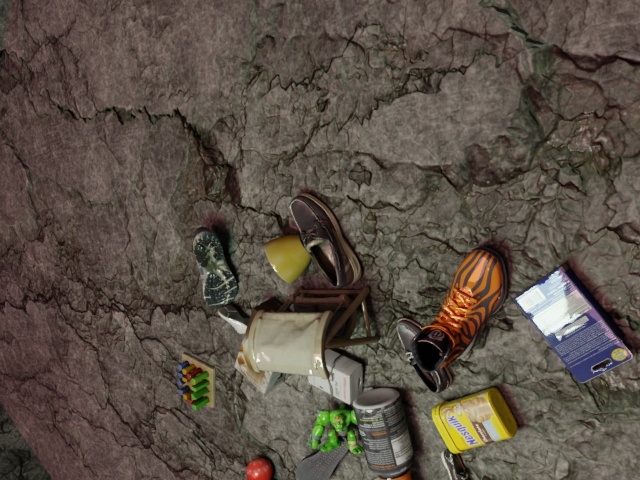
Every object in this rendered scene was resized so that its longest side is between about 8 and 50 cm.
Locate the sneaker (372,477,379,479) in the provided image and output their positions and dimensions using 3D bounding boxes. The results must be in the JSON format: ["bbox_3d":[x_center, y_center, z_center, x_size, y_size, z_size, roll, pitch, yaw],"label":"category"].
[{"bbox_3d":[0.163,0.770,1.716,0.148,0.131,0.350,54,135,3],"label":"sneaker"}]

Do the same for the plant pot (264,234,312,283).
[{"bbox_3d":[-0.076,0.037,1.670,0.095,0.134,0.134,-33,82,15],"label":"plant pot"}]

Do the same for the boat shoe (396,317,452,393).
[{"bbox_3d":[0.250,0.288,1.517,0.075,0.065,0.206,-42,77,39],"label":"boat shoe"}]

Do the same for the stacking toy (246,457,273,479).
[{"bbox_3d":[-0.172,0.889,2.024,0.141,0.141,0.331,-11,91,40],"label":"stacking toy"}]

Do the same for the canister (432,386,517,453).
[{"bbox_3d":[0.371,0.434,1.464,0.169,0.073,0.126,-33,83,39],"label":"canister"}]

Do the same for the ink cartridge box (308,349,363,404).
[{"bbox_3d":[0.040,0.375,1.704,0.150,0.063,0.109,20,128,33],"label":"ink cartridge box"}]

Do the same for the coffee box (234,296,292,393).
[{"bbox_3d":[-0.157,0.316,1.830,0.141,0.098,0.247,35,123,25],"label":"coffee box"}]

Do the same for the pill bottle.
[{"bbox_3d":[0.174,0.530,1.614,0.130,0.130,0.246,-8,99,40],"label":"pill bottle"}]

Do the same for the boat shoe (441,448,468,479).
[{"bbox_3d":[0.354,0.592,1.548,0.038,0.046,0.125,-36,73,45],"label":"boat shoe"}]

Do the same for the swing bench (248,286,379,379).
[{"bbox_3d":[-0.025,0.235,1.596,0.253,0.254,0.165,-5,101,39],"label":"swing bench"}]

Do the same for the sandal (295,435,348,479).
[{"bbox_3d":[0.018,0.664,1.843,0.097,0.054,0.254,45,118,10],"label":"sandal"}]

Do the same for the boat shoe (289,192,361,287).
[{"bbox_3d":[0.000,0.000,1.605,0.103,0.092,0.285,-39,79,40],"label":"boat shoe"}]

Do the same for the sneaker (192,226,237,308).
[{"bbox_3d":[-0.335,0.082,1.914,0.122,0.110,0.283,-125,25,-57],"label":"sneaker"}]

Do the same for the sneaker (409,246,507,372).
[{"bbox_3d":[0.307,0.175,1.359,0.124,0.180,0.321,29,121,28],"label":"sneaker"}]

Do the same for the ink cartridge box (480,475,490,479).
[{"bbox_3d":[0.401,0.701,1.418,0.193,0.234,0.088,36,123,25],"label":"ink cartridge box"}]

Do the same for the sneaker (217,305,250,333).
[{"bbox_3d":[-0.263,0.261,1.917,0.152,0.054,0.061,28,131,15],"label":"sneaker"}]

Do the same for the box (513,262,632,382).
[{"bbox_3d":[0.530,0.176,1.275,0.225,0.036,0.136,55,130,13],"label":"box"}]

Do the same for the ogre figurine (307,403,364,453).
[{"bbox_3d":[0.059,0.537,1.729,0.196,0.096,0.118,-4,93,32],"label":"ogre figurine"}]

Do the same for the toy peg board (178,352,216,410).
[{"bbox_3d":[-0.454,0.506,2.144,0.160,0.079,0.161,17,114,34],"label":"toy peg board"}]
